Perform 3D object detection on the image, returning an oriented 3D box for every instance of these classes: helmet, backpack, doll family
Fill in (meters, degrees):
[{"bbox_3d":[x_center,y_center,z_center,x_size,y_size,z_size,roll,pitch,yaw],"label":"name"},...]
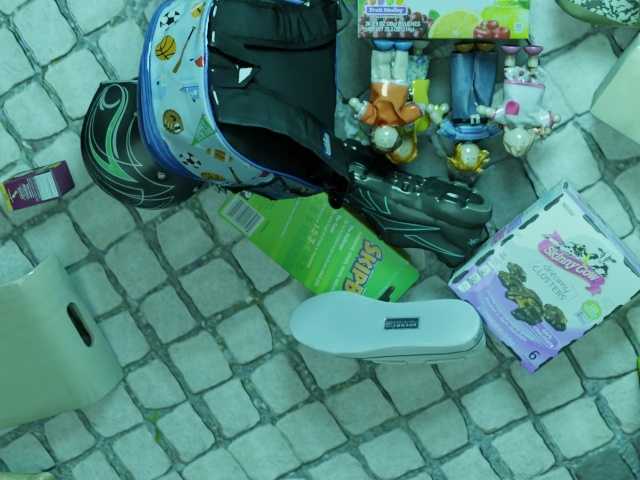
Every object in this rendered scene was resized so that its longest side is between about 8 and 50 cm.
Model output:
[{"bbox_3d":[-0.225,-0.121,1.631,0.169,0.169,0.161,4,92,11],"label":"helmet"},{"bbox_3d":[-0.100,-0.180,1.501,0.213,0.263,0.276,-11,76,26],"label":"backpack"},{"bbox_3d":[0.159,-0.166,1.577,0.263,0.118,0.163,1,103,-7],"label":"doll family"}]

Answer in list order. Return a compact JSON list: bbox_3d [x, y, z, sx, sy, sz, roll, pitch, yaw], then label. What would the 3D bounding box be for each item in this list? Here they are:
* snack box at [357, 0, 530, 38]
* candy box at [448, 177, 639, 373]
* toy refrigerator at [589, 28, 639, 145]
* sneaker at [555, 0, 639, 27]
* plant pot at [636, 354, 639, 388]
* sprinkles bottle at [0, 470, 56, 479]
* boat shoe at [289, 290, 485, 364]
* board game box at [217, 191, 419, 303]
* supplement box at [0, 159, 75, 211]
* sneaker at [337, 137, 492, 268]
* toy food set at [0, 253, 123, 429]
[{"bbox_3d":[0.147,-0.332,1.511,0.207,0.070,0.174,1,112,0],"label":"snack box"},{"bbox_3d":[0.292,0.046,1.625,0.196,0.070,0.165,-41,96,21],"label":"candy box"},{"bbox_3d":[0.467,-0.134,1.520,0.270,0.094,0.102,32,118,1],"label":"toy refrigerator"},{"bbox_3d":[0.464,-0.308,1.412,0.411,0.182,0.158,-3,108,13],"label":"sneaker"},{"bbox_3d":[0.525,0.262,1.577,0.227,0.207,0.228,-11,104,16],"label":"plant pot"},{"bbox_3d":[-0.574,0.397,1.898,0.356,0.121,0.121,1,108,11],"label":"sprinkles bottle"},{"bbox_3d":[0.088,0.127,1.657,0.258,0.095,0.084,5,151,22],"label":"boat shoe"},{"bbox_3d":[0.000,0.000,1.691,0.259,0.039,0.124,41,112,-1],"label":"board game box"},{"bbox_3d":[-0.389,-0.075,1.737,0.083,0.055,0.043,-14,105,15],"label":"supplement box"},{"bbox_3d":[0.081,-0.047,1.625,0.267,0.101,0.106,23,121,9],"label":"sneaker"},{"bbox_3d":[-0.467,0.154,1.823,0.306,0.092,0.219,-17,115,18],"label":"toy food set"}]
